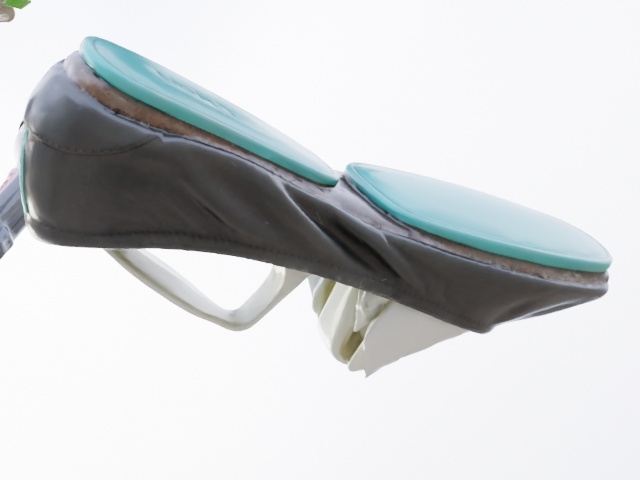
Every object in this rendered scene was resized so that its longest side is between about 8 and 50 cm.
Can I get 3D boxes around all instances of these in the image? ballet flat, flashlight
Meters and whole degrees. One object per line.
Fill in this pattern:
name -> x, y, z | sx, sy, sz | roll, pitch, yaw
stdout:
ballet flat -> 0.000, 0.000, 0.455 | 0.280, 0.095, 0.096 | 19, -71, -23
flashlight -> -0.380, -0.055, 1.234 | 0.103, 0.304, 0.103 | 36, -45, -7

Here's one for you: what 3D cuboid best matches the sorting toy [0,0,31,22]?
sorting toy -> -0.221, -0.167, 0.652 | 0.083, 0.012, 0.062 | 8, -46, 36
